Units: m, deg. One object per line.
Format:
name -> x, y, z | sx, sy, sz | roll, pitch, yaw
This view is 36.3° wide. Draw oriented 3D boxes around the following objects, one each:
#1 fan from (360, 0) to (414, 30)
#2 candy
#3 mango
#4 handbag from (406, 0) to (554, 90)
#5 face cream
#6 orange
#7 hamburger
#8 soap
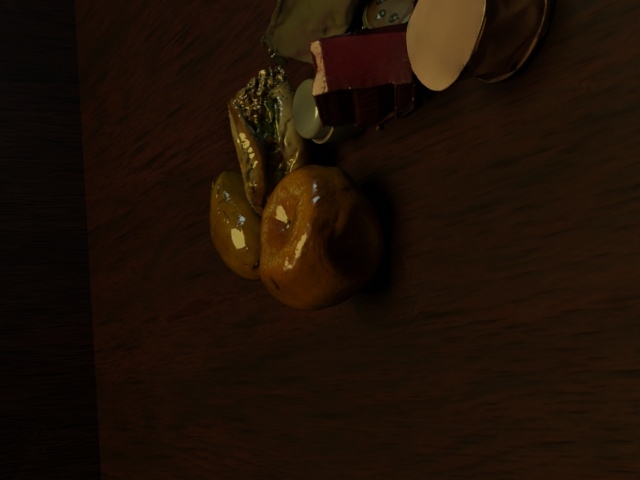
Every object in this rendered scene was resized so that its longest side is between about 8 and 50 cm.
fan -> 0.092, -0.352, 1.538 | 0.220, 0.009, 0.132 | -43, 42, 19
candy -> -0.006, -0.402, 1.635 | 0.184, 0.137, 0.195 | -76, 10, -46
mango -> -0.149, -0.031, 1.948 | 0.156, 0.151, 0.248 | 69, 180, -63
handbag -> 0.211, -0.301, 1.311 | 0.205, 0.117, 0.179 | -63, 38, 42
face cream -> 0.016, -0.225, 1.687 | 0.117, 0.104, 0.117 | 6, 97, 62
orange -> 0.000, 0.000, 1.648 | 0.249, 0.183, 0.248 | -38, 41, 44
hamburger -> -0.092, -0.177, 1.823 | 0.243, 0.146, 0.285 | -154, 50, -79
soap -> 0.068, -0.241, 1.524 | 0.250, 0.162, 0.099 | 71, -172, -81
